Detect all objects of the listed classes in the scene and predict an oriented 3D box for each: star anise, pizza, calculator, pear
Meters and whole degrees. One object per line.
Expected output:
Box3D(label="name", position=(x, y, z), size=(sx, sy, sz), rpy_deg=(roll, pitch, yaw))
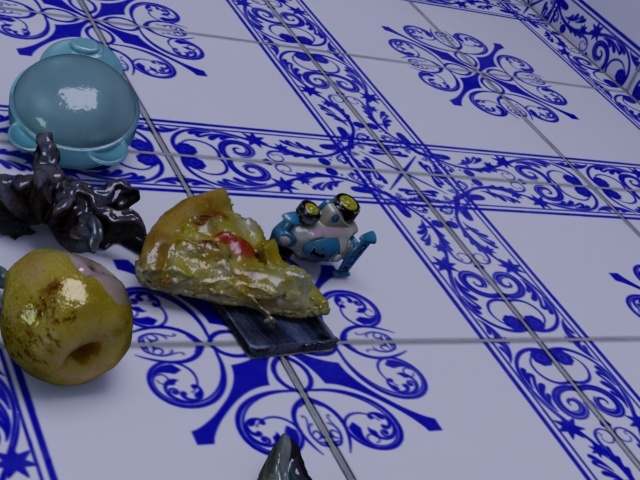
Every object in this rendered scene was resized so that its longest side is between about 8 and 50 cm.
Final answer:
Box3D(label="star anise", position=(-0.384, -0.060, 1.730), size=(0.283, 0.129, 0.212), rpy_deg=(24, 22, 5))
Box3D(label="pizza", position=(-0.109, 0.026, 1.770), size=(0.288, 0.075, 0.280), rpy_deg=(24, 32, -1))
Box3D(label="calculator", position=(-0.099, 0.080, 1.794), size=(0.161, 0.021, 0.262), rpy_deg=(-2, 38, -36))
Box3D(label="pear", position=(-0.319, 0.089, 1.488), size=(0.178, 0.178, 0.178), rpy_deg=(17, 30, -10))

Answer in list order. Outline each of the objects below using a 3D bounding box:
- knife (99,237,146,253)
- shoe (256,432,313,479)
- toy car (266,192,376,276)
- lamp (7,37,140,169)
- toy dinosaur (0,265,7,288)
Box3D(label="knife", position=(-0.331, -0.015, 1.795), size=(0.230, 0.028, 0.060), rpy_deg=(28, 43, 13))
Box3D(label="shoe", position=(-0.020, 0.309, 1.433), size=(0.099, 0.071, 0.169), rpy_deg=(17, 34, -16))
Box3D(label="toy car", position=(0.000, 0.000, 1.882), size=(0.161, 0.126, 0.098), rpy_deg=(-7, 52, -50))
Box3D(label="lamp", position=(-0.401, -0.231, 1.967), size=(0.209, 0.147, 0.284), rpy_deg=(12, 31, -12))
Box3D(label="toy dinosaur", position=(-0.518, 0.018, 1.543), size=(0.383, 0.076, 0.129), rpy_deg=(26, -3, -6))
